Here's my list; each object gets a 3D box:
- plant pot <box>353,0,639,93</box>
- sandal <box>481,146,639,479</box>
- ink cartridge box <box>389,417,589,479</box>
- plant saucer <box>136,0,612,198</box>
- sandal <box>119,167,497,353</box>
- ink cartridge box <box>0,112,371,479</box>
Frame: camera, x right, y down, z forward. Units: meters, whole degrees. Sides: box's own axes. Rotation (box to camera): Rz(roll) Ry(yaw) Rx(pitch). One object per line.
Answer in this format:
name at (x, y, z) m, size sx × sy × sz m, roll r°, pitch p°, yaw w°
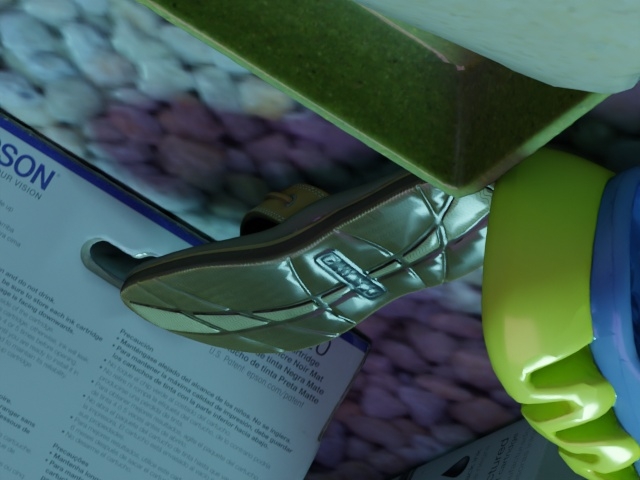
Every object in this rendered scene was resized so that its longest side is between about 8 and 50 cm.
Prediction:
plant pot at (-0.016, -0.187, 0.317) m, size 0.305 × 0.333 × 0.334 m, roll 26°, pitch 149°, yaw -28°
sandal at (0.177, 0.086, 0.745) m, size 0.138 × 0.126 × 0.317 m, roll -6°, pitch 140°, yaw 30°
ink cartridge box at (0.060, 0.190, 0.920) m, size 0.093 × 0.160 × 0.219 m, roll 35°, pitch 145°, yaw -16°
plant saucer at (0.024, -0.111, 0.610) m, size 0.188 × 0.045 × 0.188 m, roll 31°, pitch 146°, yaw -15°
sandal at (0.000, 0.000, 0.790) m, size 0.180 × 0.049 × 0.072 m, roll -23°, pitch 134°, yaw 29°
ink cartridge box at (-0.122, 0.087, 0.848) m, size 0.223 × 0.224 × 0.045 m, roll 33°, pitch 170°, yaw -16°
